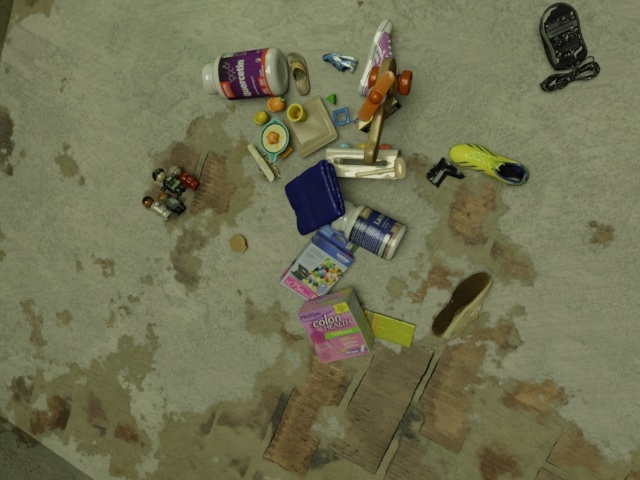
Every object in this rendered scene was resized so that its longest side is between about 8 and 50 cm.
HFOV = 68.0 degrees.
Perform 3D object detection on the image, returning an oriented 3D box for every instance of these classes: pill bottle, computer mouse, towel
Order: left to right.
[{"bbox_3d":[-0.301,-0.660,1.899,0.323,0.181,0.181,0,95,18],"label":"pill bottle"},{"bbox_3d":[-0.019,-0.161,1.834,0.308,0.076,0.227,-24,84,58],"label":"towel"},{"bbox_3d":[0.186,-0.044,1.824,0.265,0.153,0.153,27,103,13],"label":"pill bottle"},{"bbox_3d":[0.256,0.351,1.914,0.237,0.021,0.102,15,106,15],"label":"towel"},{"bbox_3d":[0.816,-0.659,1.611,0.189,0.072,0.272,-16,103,16],"label":"computer mouse"}]

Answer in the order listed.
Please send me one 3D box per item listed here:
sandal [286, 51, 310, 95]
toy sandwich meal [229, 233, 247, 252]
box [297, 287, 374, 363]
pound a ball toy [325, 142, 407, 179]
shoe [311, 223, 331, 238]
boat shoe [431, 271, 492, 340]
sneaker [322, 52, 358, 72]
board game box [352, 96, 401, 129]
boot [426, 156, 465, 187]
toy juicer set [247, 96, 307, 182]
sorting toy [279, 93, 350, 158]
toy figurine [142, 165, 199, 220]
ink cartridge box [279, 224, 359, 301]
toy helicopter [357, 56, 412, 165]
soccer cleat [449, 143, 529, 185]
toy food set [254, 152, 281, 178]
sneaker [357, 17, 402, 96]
[{"bbox_3d":[-0.088,-0.671,1.900,0.072,0.049,0.180,-16,91,18],"label":"sandal"},{"bbox_3d":[-0.355,0.012,2.068,0.086,0.029,0.085,1,94,22],"label":"toy sandwich meal"},{"bbox_3d":[0.065,0.340,1.880,0.214,0.117,0.243,-18,106,23],"label":"box"},{"bbox_3d":[0.177,-0.300,1.772,0.319,0.208,0.135,5,97,18],"label":"pound a ball toy"},{"bbox_3d":[0.000,0.000,1.944,0.077,0.058,0.219,15,105,-5],"label":"shoe"},{"bbox_3d":[0.545,0.250,1.777,0.098,0.109,0.302,27,106,-27],"label":"boat shoe"},{"bbox_3d":[0.071,-0.690,1.847,0.144,0.053,0.059,16,102,16],"label":"sneaker"},{"bbox_3d":[0.214,-0.475,1.777,0.170,0.141,0.048,-35,85,17],"label":"board game box"},{"bbox_3d":[0.462,-0.241,1.773,0.121,0.045,0.099,43,104,17],"label":"boot"},{"bbox_3d":[-0.210,-0.427,1.910,0.209,0.089,0.329,36,107,19],"label":"toy juicer set"},{"bbox_3d":[-0.039,-0.453,1.907,0.348,0.047,0.196,-26,83,23],"label":"sorting toy"},{"bbox_3d":[-0.652,-0.208,2.042,0.148,0.213,0.209,35,110,-1],"label":"toy figurine"},{"bbox_3d":[-0.001,0.099,1.914,0.186,0.065,0.311,35,104,-14],"label":"ink cartridge box"},{"bbox_3d":[0.199,-0.429,1.589,0.140,0.235,0.355,13,100,14],"label":"toy helicopter"},{"bbox_3d":[0.599,-0.277,1.685,0.289,0.121,0.093,25,103,14],"label":"soccer cleat"},{"bbox_3d":[-0.223,-0.303,1.999,0.078,0.019,0.122,-29,94,18],"label":"toy food set"},{"bbox_3d":[0.257,-0.665,1.773,0.161,0.102,0.282,20,112,11],"label":"sneaker"}]
